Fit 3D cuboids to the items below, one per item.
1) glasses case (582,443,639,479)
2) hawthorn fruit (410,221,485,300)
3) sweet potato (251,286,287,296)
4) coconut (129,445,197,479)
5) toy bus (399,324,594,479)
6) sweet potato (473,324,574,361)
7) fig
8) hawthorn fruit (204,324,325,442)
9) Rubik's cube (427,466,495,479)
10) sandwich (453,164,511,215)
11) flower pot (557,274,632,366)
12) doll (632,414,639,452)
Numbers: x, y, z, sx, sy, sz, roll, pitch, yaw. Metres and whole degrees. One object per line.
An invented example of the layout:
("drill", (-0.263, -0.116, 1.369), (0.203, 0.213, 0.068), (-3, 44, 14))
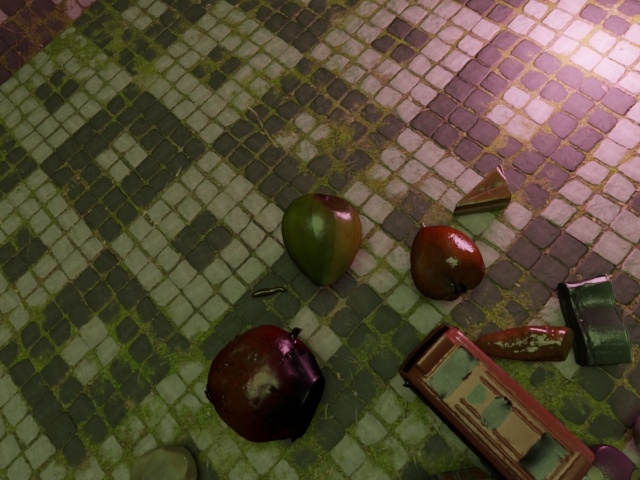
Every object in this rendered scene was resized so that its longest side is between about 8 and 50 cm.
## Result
("glasses case", (0.606, 0.616, 1.018), (0.316, 0.076, 0.123), (-42, 70, -5))
("hawthorn fruit", (0.334, 0.041, 1.222), (0.199, 0.199, 0.252), (-22, 58, 3))
("sweet potato", (-0.159, 0.157, 1.353), (0.114, 0.026, 0.026), (-12, 69, 1))
("coconut", (-0.418, 0.629, 1.162), (0.160, 0.162, 0.161), (-3, 71, 10))
("toy bus", (0.395, 0.405, 1.050), (0.203, 0.233, 0.427), (-44, 70, -6))
("sweet potato", (0.528, 0.270, 1.141), (0.251, 0.097, 0.097), (-6, 70, 15))
("fig", (0.000, 0.000, 1.267), (0.239, 0.239, 0.272), (-2, 73, 10))
("hawthorn fruit", (-0.137, 0.376, 1.138), (0.315, 0.316, 0.317), (-3, 70, 10))
("Rubik's cube", (0.322, 0.668, 0.950), (0.318, 0.264, 0.320), (-3, 72, 11))
("sandwich", (0.470, -0.147, 1.312), (0.163, 0.079, 0.114), (-10, 67, 9))
("flower pot", (0.702, 0.206, 1.129), (0.108, 0.103, 0.230), (-10, 70, 8))
("doll", (0.866, 0.407, 1.018), (0.287, 0.151, 0.151), (-38, 68, -11))
